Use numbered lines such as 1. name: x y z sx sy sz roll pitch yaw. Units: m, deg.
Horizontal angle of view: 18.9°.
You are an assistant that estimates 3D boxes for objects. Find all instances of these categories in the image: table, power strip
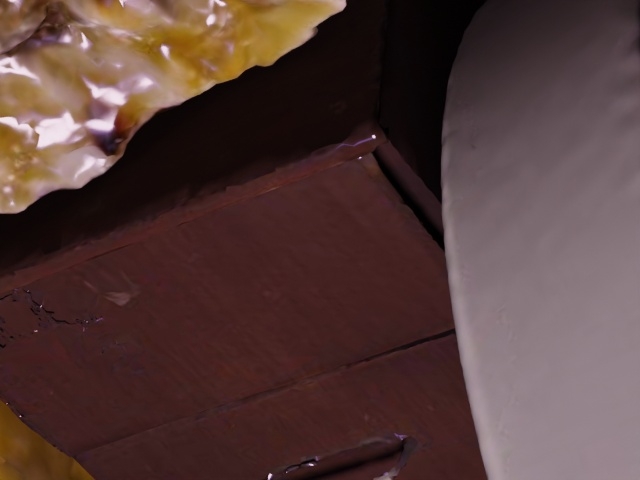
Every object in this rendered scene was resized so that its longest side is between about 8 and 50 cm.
1. table: 0.000 0.000 0.620 0.169 0.172 0.193 -19 132 26
2. power strip: 0.174 0.044 0.543 0.161 0.357 0.357 -22 130 25

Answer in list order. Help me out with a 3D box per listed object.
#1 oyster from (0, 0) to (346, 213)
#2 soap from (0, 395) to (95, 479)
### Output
1. oyster: -0.109 -0.111 0.515 0.223 0.083 0.214 -21 90 17
2. soap: -0.176 0.070 0.622 0.169 0.304 0.338 -26 128 26
